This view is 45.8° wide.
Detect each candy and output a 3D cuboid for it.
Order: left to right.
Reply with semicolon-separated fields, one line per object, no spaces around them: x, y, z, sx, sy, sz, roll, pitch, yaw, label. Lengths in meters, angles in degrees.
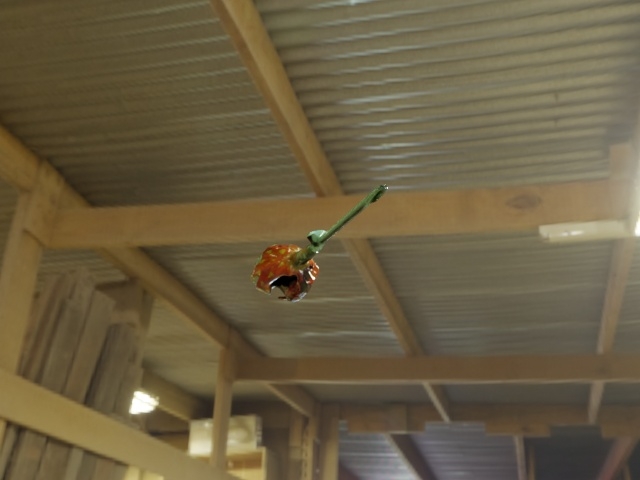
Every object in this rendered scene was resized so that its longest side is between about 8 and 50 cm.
0.000;0.000;0.590;0.055;0.049;0.184;-4;-22;-32;candy
